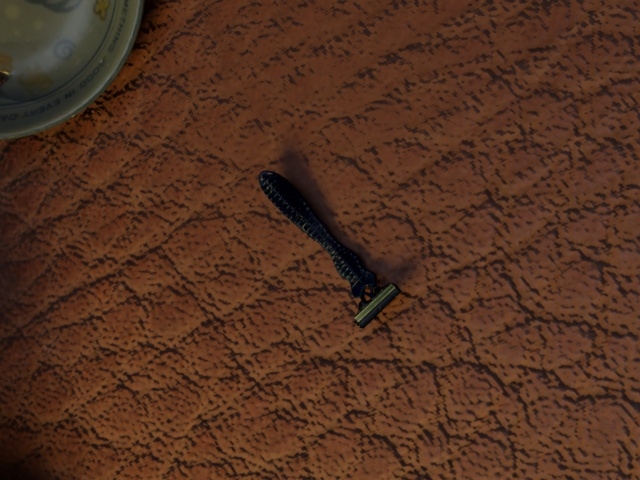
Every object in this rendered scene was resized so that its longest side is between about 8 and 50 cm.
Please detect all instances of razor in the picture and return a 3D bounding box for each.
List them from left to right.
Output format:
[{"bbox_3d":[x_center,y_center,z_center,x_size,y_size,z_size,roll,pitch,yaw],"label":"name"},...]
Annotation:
[{"bbox_3d":[0.002,0.001,0.872,0.044,0.028,0.154,-46,68,12],"label":"razor"}]

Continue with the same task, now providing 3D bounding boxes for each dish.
[{"bbox_3d":[-0.294,-0.231,0.988,0.273,0.134,0.273,-2,102,-8],"label":"dish"}]
